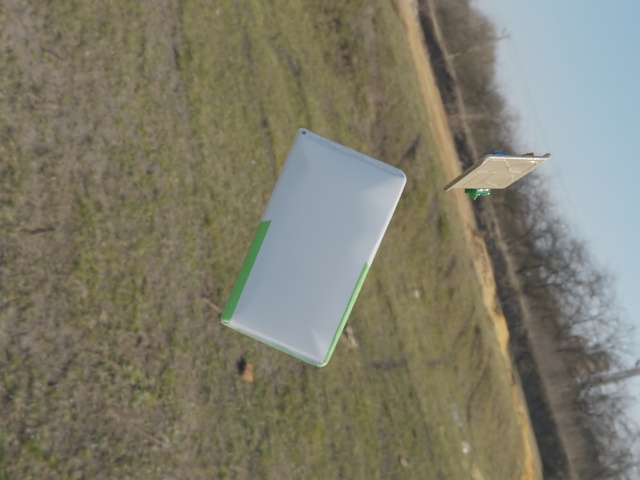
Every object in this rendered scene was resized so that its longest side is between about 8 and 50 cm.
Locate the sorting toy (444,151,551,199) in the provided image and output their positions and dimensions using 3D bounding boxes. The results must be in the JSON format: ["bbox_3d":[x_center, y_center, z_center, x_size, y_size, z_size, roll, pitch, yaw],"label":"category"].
[{"bbox_3d":[0.123,-0.048,0.587,0.083,0.062,0.012,140,-59,-62],"label":"sorting toy"}]

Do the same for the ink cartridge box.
[{"bbox_3d":[0.000,0.000,0.851,0.273,0.114,0.199,-46,158,-86],"label":"ink cartridge box"}]
